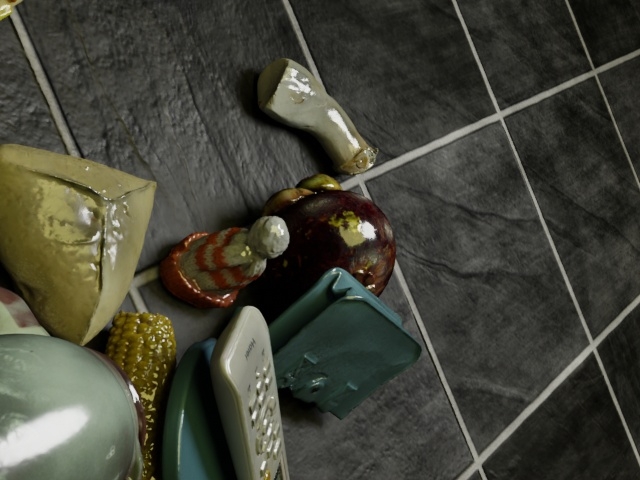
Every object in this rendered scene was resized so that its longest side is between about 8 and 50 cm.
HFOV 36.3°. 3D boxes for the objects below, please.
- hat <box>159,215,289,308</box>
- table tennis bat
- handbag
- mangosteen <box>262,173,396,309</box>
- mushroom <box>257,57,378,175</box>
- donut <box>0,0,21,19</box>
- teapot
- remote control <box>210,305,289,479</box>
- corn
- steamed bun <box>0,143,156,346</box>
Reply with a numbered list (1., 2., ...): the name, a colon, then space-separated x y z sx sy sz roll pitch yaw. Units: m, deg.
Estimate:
1. hat: -0.107 0.020 1.205 0.112 0.162 0.094 28 53 -42
2. table tennis bat: -0.124 0.202 1.150 0.329 0.044 0.215 -76 159 -50
3. handbag: 0.019 0.145 1.266 0.062 0.179 0.229 50 5 38
4. mangosteen: 0.000 0.000 1.333 0.192 0.192 0.217 17 33 -43
5. mushroom: -0.002 -0.179 1.459 0.223 0.081 0.092 41 31 -33
6. donut: -0.425 -0.434 1.041 0.371 0.150 0.307 40 49 -29
7. teapot: -0.326 0.167 0.897 0.315 0.233 0.312 46 32 15
8. remote control: -0.084 0.223 1.139 0.109 0.055 0.313 -70 159 -50
9. corn: -0.208 0.228 1.065 0.101 0.101 0.310 30 53 -37
10. steamed bun: -0.279 -0.021 1.075 0.212 0.110 0.231 35 50 -33
